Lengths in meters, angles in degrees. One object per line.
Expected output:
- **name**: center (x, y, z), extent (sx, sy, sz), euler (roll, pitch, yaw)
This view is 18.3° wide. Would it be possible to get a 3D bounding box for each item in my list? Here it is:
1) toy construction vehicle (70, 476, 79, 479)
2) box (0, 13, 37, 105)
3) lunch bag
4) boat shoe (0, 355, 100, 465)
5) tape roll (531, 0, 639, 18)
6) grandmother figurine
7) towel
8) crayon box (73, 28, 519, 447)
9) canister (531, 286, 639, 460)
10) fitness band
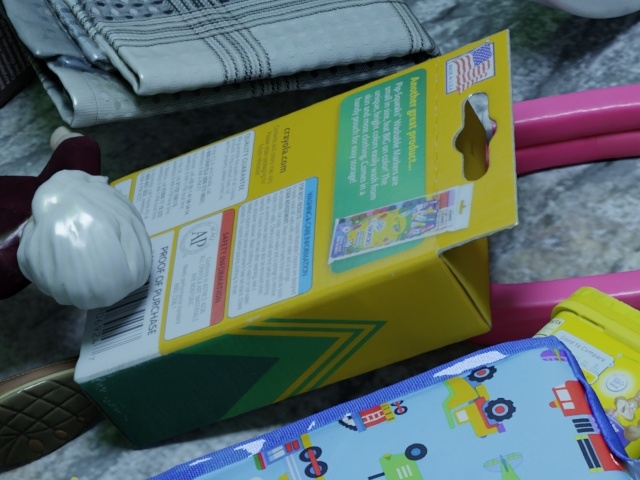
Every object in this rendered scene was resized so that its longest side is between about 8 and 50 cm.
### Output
- **toy construction vehicle**: center (-0.192, 0.186, 1.303), extent (0.098, 0.035, 0.086), euler (12, 49, 31)
- **box**: center (-0.347, -0.194, 1.704), extent (0.191, 0.143, 0.381), euler (21, 56, 36)
- **lunch bag**: center (0.062, 0.184, 1.080), extent (0.293, 0.138, 0.221), euler (-28, 44, 7)
- **boat shoe**: center (-0.231, 0.122, 1.367), extent (0.178, 0.064, 0.060), euler (-26, 43, -4)
- **tape roll**: center (0.224, -0.361, 1.474), extent (0.072, 0.392, 0.392), euler (24, 56, 39)
- **grandmother figurine**: center (-0.232, -0.008, 1.417), extent (0.342, 0.104, 0.208), euler (9, 57, 52)
- **towel**: center (-0.111, -0.220, 1.578), extent (0.324, 0.056, 0.312), euler (-13, 50, -27)
- **crayon box**: center (0.000, 0.000, 1.348), extent (0.323, 0.083, 0.203), euler (-20, 39, 21)
- **canister**: center (0.146, 0.120, 1.218), extent (0.170, 0.073, 0.126), euler (-40, 45, -20)
- **fitness band**: center (0.190, -0.020, 1.370), extent (0.291, 0.054, 0.209), euler (-8, 42, 14)
